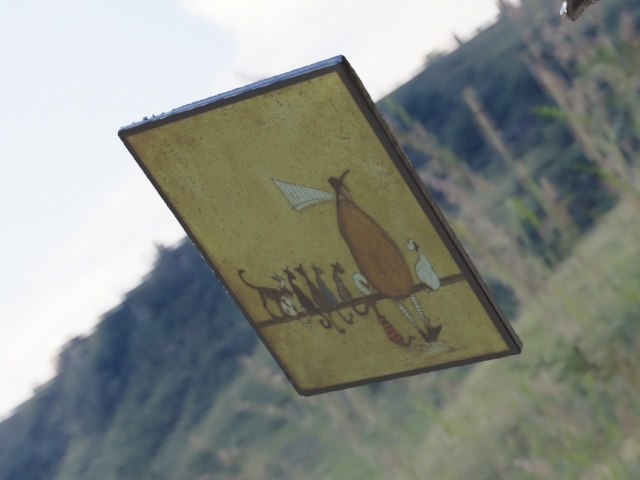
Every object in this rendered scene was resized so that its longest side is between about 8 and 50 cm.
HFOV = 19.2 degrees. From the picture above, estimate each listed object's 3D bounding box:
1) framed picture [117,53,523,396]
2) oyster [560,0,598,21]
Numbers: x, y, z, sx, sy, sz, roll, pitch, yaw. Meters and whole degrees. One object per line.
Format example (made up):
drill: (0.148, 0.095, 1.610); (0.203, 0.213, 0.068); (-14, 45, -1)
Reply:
framed picture: (0.000, 0.000, 1.706); (0.255, 0.339, 0.014); (-14, 31, 34)
oyster: (0.228, -0.322, 1.654); (0.100, 0.275, 0.271); (-12, 19, 15)
